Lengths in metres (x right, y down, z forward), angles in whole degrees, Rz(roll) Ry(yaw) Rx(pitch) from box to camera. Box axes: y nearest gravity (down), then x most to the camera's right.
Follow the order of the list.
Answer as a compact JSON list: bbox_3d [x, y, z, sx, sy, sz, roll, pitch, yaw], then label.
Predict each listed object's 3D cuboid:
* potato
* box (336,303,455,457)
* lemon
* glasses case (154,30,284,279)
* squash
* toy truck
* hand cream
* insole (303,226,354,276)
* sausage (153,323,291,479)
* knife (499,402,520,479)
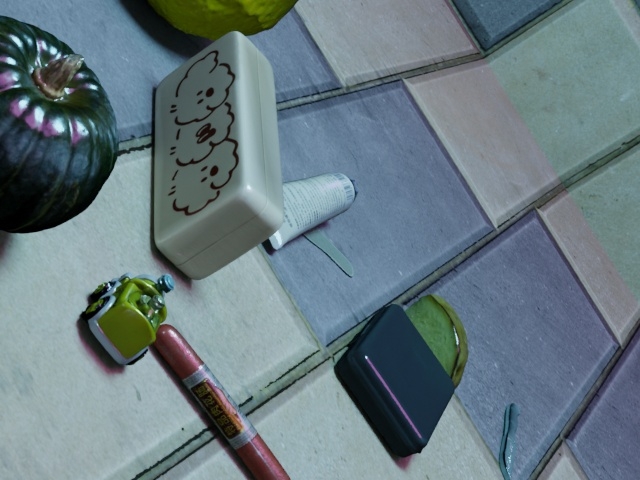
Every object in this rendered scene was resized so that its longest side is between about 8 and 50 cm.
[{"bbox_3d":[0.190,0.160,2.426,0.120,0.081,0.149,25,37,-51],"label":"potato"},{"bbox_3d":[0.103,0.183,2.238,0.160,0.050,0.230,55,21,-4],"label":"box"},{"bbox_3d":[-0.127,-0.400,2.274,0.268,0.268,0.322,61,19,8],"label":"lemon"},{"bbox_3d":[-0.123,-0.107,2.015,0.076,0.144,0.336,43,24,-32],"label":"glasses case"},{"bbox_3d":[-0.293,-0.112,1.600,0.218,0.172,0.218,13,63,-28],"label":"squash"},{"bbox_3d":[-0.186,0.069,1.714,0.076,0.077,0.111,51,21,-16],"label":"toy truck"},{"bbox_3d":[-0.023,-0.050,2.284,0.095,0.059,0.276,60,26,5],"label":"hand cream"},{"bbox_3d":[0.000,0.000,2.336,0.152,0.002,0.053,45,23,-29],"label":"insole"},{"bbox_3d":[-0.104,0.182,1.801,0.253,0.034,0.034,53,21,-9],"label":"sausage"},{"bbox_3d":[0.282,0.295,2.531,0.028,0.015,0.210,58,20,-14],"label":"knife"}]
